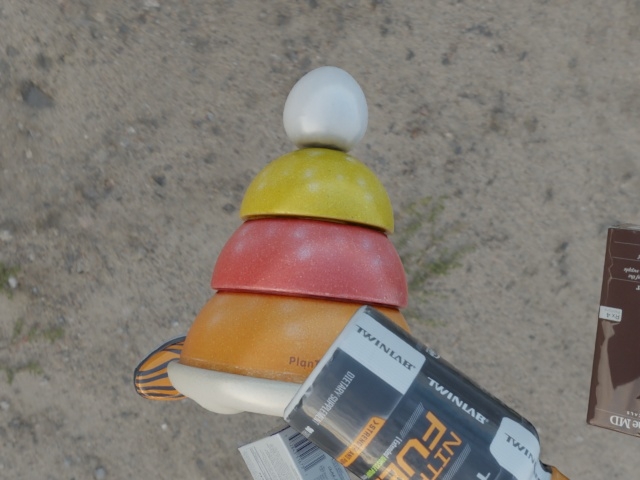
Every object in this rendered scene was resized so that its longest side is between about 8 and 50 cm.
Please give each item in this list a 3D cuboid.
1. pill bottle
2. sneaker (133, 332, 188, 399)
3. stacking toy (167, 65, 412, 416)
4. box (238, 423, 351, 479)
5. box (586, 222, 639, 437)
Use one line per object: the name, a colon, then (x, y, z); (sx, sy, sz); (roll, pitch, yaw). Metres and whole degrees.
pill bottle: (0.100, 0.176, 0.765); (0.246, 0.130, 0.130); (35, 93, 5)
sneaker: (-0.184, 0.245, 1.643); (0.321, 0.180, 0.124); (-12, 103, -20)
stacking toy: (0.000, 0.000, 1.177); (0.351, 0.351, 0.479); (12, 83, -27)
box: (-0.035, 0.322, 1.226); (0.072, 0.137, 0.126); (-24, 84, -36)
box: (0.617, 0.167, 1.594); (0.143, 0.191, 0.381); (-5, 100, -51)
